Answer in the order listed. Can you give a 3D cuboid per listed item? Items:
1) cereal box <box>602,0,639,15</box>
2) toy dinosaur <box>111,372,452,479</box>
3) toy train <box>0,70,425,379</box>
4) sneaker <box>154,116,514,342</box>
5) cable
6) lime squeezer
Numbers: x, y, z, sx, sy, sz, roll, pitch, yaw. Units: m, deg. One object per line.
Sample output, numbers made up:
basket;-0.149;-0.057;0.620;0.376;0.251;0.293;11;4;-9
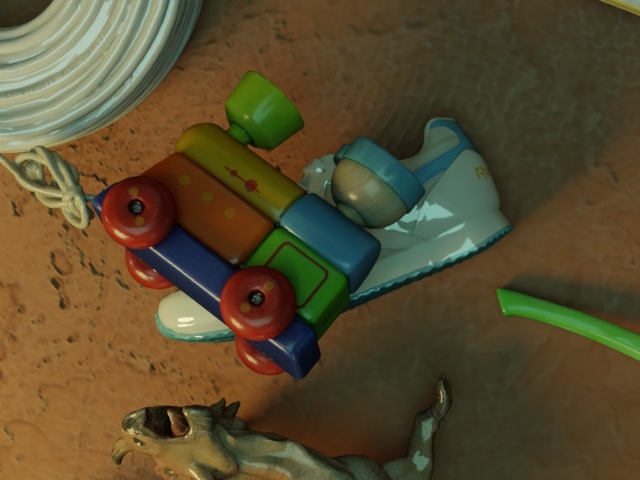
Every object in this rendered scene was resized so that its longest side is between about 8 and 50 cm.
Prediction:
cereal box;0.227;-0.253;1.106;0.173;0.047;0.240;22;99;1
toy dinosaur;-0.004;0.204;1.151;0.200;0.127;0.296;-9;108;13
toy train;-0.071;-0.044;1.075;0.248;0.105;0.143;37;78;13
sneaker;0.000;0.000;1.145;0.228;0.087;0.092;-22;85;2
cable;-0.199;-0.182;1.130;0.257;0.089;0.257;15;98;3
lime squeezer;0.275;0.045;1.146;0.310;0.059;0.110;-16;63;7
